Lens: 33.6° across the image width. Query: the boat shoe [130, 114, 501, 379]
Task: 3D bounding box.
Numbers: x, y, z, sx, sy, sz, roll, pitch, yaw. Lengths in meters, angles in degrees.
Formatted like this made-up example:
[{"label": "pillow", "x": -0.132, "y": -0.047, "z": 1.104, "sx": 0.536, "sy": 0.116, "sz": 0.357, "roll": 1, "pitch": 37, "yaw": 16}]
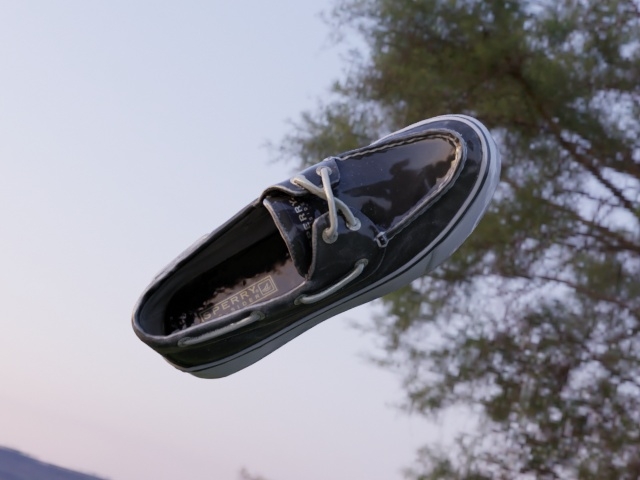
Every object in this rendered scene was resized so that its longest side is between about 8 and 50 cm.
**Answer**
[{"label": "boat shoe", "x": 0.000, "y": 0.000, "z": 0.567, "sx": 0.078, "sy": 0.219, "sz": 0.070, "roll": 56, "pitch": 2, "yaw": 26}]
